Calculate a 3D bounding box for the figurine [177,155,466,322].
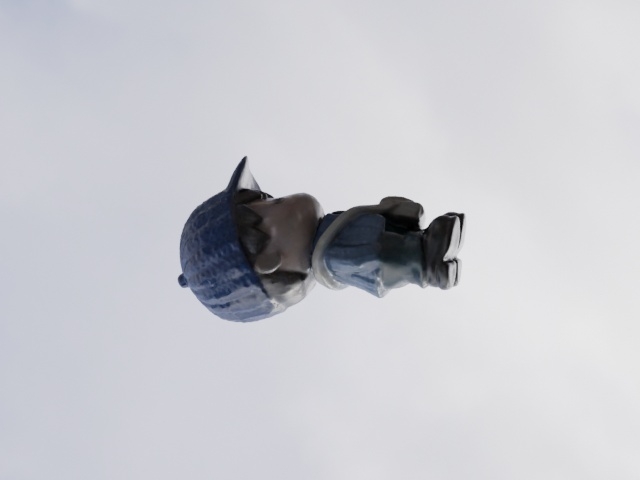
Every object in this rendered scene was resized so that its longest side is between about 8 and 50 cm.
[{"bbox_3d":[0.000,0.009,0.889,0.136,0.079,0.077,15,-173,13],"label":"figurine"}]
